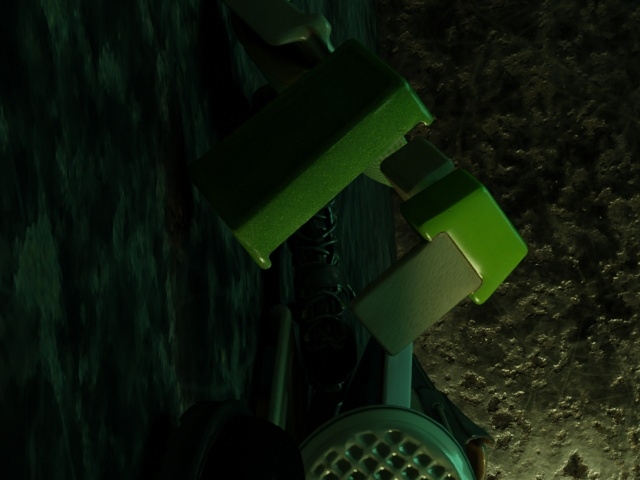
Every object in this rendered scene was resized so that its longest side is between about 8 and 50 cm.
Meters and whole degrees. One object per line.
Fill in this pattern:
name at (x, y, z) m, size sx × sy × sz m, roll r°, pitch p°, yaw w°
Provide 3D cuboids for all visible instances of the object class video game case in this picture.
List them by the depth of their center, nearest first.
video game case at (0.029, 0.211, 1.292) m, size 0.204 × 0.025 × 0.285 m, roll -84°, pitch -170°, yaw -46°

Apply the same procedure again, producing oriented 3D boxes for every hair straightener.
hair straightener at (0.014, 0.193, 1.568) m, size 0.230 × 0.047 × 0.089 m, roll -84°, pitch 167°, yaw -58°

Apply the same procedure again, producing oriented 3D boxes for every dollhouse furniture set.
dollhouse furniture set at (-0.010, -0.062, 1.106) m, size 0.197 × 0.151 × 0.301 m, roll 49°, pitch -1°, yaw -37°

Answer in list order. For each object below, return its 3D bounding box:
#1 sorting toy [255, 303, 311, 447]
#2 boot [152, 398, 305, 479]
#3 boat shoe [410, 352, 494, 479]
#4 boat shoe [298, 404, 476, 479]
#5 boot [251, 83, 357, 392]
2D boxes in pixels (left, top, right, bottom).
sorting toy at (-0.030, 0.187, 1.266) m, size 0.208 × 0.038 × 0.193 m, roll -93°, pitch 176°, yaw -58°
boot at (0.037, 0.238, 0.790) m, size 0.131 × 0.260 × 0.348 m, roll 77°, pitch 11°, yaw -51°
boat shoe at (0.094, 0.219, 1.407) m, size 0.355 × 0.130 × 0.132 m, roll -91°, pitch -165°, yaw -63°
boat shoe at (0.033, 0.323, 1.110) m, size 0.156 × 0.187 × 0.500 m, roll -93°, pitch -179°, yaw -61°
boot at (0.000, 0.000, 1.325) m, size 0.263 × 0.091 × 0.229 m, roll 78°, pitch 5°, yaw -62°
